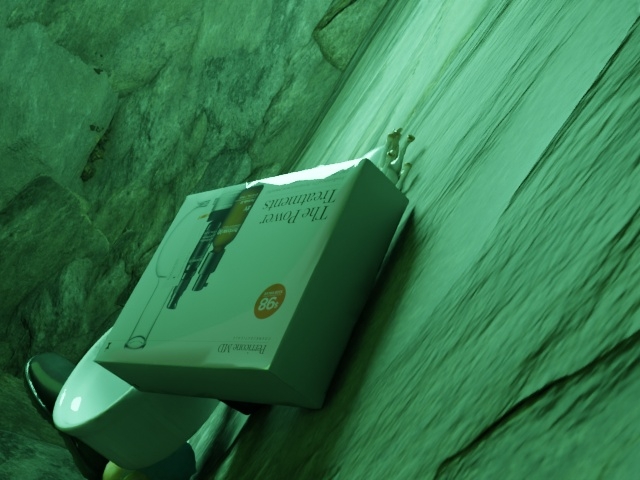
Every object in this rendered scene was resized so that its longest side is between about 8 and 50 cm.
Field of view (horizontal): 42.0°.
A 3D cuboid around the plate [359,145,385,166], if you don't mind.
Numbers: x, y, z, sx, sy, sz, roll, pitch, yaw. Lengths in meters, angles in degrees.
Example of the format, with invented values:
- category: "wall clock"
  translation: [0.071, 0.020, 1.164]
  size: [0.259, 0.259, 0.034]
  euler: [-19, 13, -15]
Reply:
- category: "plate"
  translation: [0.000, 0.000, 1.347]
  size: [0.277, 0.045, 0.278]
  euler: [-48, 14, 50]

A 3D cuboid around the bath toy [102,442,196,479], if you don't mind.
- category: "bath toy"
  translation: [-0.316, 0.395, 1.482]
  size: [0.348, 0.151, 0.129]
  euler: [173, 83, -70]

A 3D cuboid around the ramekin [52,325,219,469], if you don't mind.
- category: "ramekin"
  translation: [-0.271, 0.224, 1.315]
  size: [0.277, 0.135, 0.277]
  euler: [-33, 24, 17]

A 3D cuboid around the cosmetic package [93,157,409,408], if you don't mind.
- category: "cosmetic package"
  translation: [-0.098, 0.056, 1.054]
  size: [0.377, 0.097, 0.284]
  euler: [-7, 51, 47]

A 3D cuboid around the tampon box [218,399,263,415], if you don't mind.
- category: "tampon box"
  translation: [-0.108, 0.146, 1.203]
  size: [0.101, 0.120, 0.161]
  euler: [-46, 16, 57]

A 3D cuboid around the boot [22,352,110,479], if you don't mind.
- category: "boot"
  translation: [-0.466, 0.271, 1.867]
  size: [0.146, 0.367, 0.445]
  euler: [-15, -33, -54]

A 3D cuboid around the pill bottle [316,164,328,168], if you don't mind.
- category: "pill bottle"
  translation: [-0.009, -0.090, 1.630]
  size: [0.065, 0.065, 0.116]
  euler: [-45, 16, 58]

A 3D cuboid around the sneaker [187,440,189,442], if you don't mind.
- category: "sneaker"
  translation: [-0.281, 0.407, 1.590]
  size: [0.031, 0.035, 0.083]
  euler: [-53, 11, 39]

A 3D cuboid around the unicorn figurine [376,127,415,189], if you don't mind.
- category: "unicorn figurine"
  translation: [0.084, -0.080, 1.128]
  size: [0.162, 0.060, 0.111]
  euler: [-47, -13, -49]
